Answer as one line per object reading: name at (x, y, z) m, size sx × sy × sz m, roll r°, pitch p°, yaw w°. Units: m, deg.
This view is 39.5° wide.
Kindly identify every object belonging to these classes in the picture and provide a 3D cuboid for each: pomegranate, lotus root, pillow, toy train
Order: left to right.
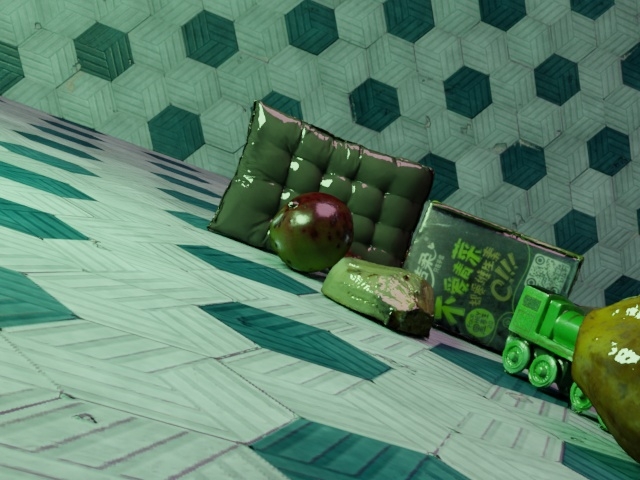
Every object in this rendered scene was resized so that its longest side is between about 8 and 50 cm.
pomegranate at (0.004, -0.002, 1.336) m, size 0.159 × 0.129 × 0.129 m, roll 28°, pitch 3°, yaw -16°
pillow at (0.007, -0.071, 1.452) m, size 0.327 × 0.228 × 0.101 m, roll 19°, pitch -1°, yaw -4°
lotus root at (0.095, 0.071, 1.165) m, size 0.143 × 0.070 × 0.144 m, roll 17°, pitch 6°, yaw -31°
toy train at (0.317, 0.141, 1.053) m, size 0.085 × 0.119 × 0.251 m, roll 19°, pitch 4°, yaw -33°
lotus root at (0.365, 0.158, 0.829) m, size 0.291 × 0.193 × 0.193 m, roll 32°, pitch 10°, yaw 30°

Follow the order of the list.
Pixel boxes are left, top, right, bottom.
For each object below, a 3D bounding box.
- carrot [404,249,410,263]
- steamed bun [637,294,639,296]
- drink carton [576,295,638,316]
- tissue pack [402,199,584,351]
carrot at (0.188, 0.050, 1.857) m, size 0.229 × 0.068 × 0.069 m, roll 22°, pitch 5°, yaw -10°
steamed bun at (0.656, 0.203, 1.568) m, size 0.200 × 0.154 × 0.250 m, roll 15°, pitch 12°, yaw -23°
drink carton at (0.434, 0.154, 1.313) m, size 0.142 × 0.144 × 0.146 m, roll 10°, pitch 10°, yaw -35°
tissue pack at (0.237, 0.061, 1.281) m, size 0.236 × 0.173 × 0.073 m, roll 21°, pitch -2°, yaw 14°
